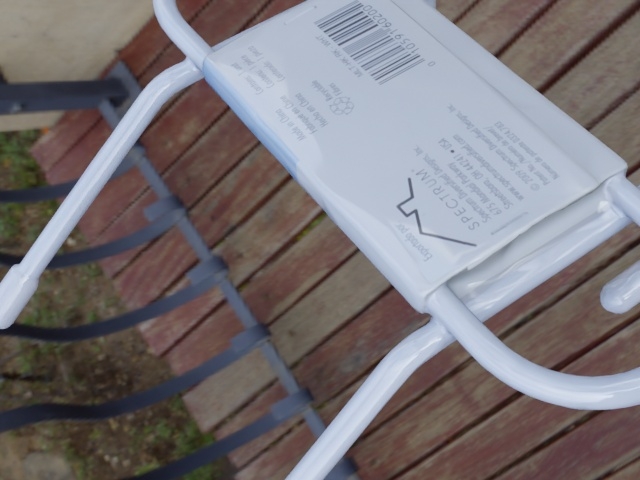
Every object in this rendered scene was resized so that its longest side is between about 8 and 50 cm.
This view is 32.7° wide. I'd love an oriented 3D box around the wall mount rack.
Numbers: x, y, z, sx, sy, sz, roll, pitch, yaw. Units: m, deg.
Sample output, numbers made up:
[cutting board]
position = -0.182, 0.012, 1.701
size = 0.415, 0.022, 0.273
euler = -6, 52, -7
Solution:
[wall mount rack]
position = 0.000, 0.000, 0.536
size = 0.350, 0.304, 0.130
euler = 48, 159, 31
